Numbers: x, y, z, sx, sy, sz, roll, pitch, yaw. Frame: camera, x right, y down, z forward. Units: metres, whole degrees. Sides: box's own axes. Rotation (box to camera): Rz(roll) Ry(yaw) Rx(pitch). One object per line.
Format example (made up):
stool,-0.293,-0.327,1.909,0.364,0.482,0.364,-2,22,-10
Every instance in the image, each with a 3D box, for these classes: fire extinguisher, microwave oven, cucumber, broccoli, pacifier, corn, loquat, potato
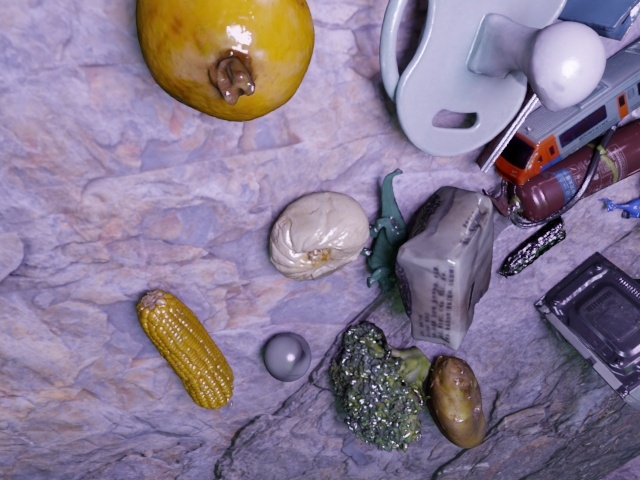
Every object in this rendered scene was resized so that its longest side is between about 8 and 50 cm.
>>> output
fire extinguisher,0.482,-0.132,0.843,0.341,0.105,0.141,-26,106,1
microwave oven,0.699,0.205,1.019,0.181,0.295,0.237,31,110,-31
cucumber,0.476,0.019,0.977,0.181,0.053,0.053,-43,125,17
broccoli,0.153,0.331,1.031,0.245,0.248,0.288,-16,126,-53
pacifier,0.235,-0.252,0.573,0.288,0.269,0.343,-5,123,-23
corn,-0.255,0.213,0.854,0.102,0.102,0.313,-19,124,-4
loquat,-0.107,-0.234,0.496,0.213,0.246,0.213,-9,138,-8
potato,0.342,0.408,1.118,0.141,0.192,0.296,-11,128,5

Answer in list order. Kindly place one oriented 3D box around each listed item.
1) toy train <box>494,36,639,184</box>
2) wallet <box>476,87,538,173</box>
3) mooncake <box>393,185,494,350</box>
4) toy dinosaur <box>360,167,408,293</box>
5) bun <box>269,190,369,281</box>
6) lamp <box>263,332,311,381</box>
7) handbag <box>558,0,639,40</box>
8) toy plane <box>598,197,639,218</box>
toy train,0.493,-0.252,0.767,0.409,0.086,0.089,-35,127,8
wallet,0.337,-0.208,0.750,0.020,0.103,0.196,32,112,5
mooncake,0.236,0.039,0.816,0.136,0.250,0.254,11,133,30
toy dinosaur,0.115,-0.004,0.832,0.120,0.079,0.292,-26,130,-5
bun,0.000,0.000,0.775,0.188,0.111,0.164,-16,130,-10
lamp,-0.070,0.248,0.931,0.105,0.105,0.105,-8,126,-12
handbag,0.446,-0.404,0.611,0.057,0.144,0.221,21,117,-21
toy plane,0.703,-0.077,0.984,0.167,0.054,0.062,0,99,-18
